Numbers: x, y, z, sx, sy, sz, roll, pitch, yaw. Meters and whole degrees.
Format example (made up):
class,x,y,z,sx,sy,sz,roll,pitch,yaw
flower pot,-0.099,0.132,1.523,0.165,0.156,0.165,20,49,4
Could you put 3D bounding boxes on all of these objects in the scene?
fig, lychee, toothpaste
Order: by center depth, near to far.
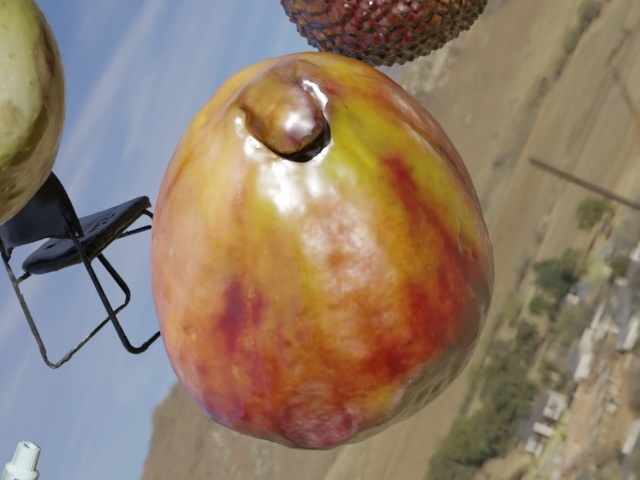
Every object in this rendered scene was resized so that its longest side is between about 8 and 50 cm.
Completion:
class,x,y,z,sx,sy,sz,roll,pitch,yaw
fig,0.000,0.005,0.733,0.224,0.223,0.263,-65,-22,-66
lychee,0.055,-0.233,0.956,0.194,0.194,0.194,23,-90,-89
toothpaste,-0.441,0.417,1.577,0.074,0.048,0.297,27,101,48

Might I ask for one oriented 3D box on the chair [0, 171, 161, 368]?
class,x,y,z,sx,sy,sz,roll,pitch,yaw
chair,-0.243,-0.001,1.164,0.140,0.221,0.145,-15,22,37

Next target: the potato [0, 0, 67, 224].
class,x,y,z,sx,sy,sz,roll,pitch,yaw
potato,-0.315,-0.139,0.701,0.202,0.351,0.218,-49,18,0
